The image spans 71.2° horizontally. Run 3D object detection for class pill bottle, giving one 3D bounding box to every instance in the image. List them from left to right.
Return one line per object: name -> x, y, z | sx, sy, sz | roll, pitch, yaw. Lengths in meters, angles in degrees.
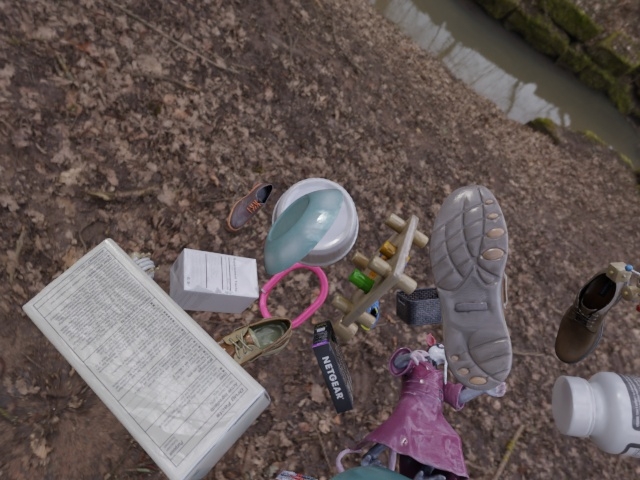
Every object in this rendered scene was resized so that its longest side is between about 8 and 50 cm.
pill bottle -> 0.711, 0.393, 1.004 | 0.319, 0.176, 0.176 | 6, 64, 9

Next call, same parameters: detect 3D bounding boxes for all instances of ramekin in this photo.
ramekin -> -0.013, -0.063, 1.341 | 0.273, 0.127, 0.272 | 1, 78, -3

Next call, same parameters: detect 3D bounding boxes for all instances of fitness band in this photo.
fitness band -> -0.104, 0.209, 1.724 | 0.291, 0.054, 0.209 | -43, 82, -1

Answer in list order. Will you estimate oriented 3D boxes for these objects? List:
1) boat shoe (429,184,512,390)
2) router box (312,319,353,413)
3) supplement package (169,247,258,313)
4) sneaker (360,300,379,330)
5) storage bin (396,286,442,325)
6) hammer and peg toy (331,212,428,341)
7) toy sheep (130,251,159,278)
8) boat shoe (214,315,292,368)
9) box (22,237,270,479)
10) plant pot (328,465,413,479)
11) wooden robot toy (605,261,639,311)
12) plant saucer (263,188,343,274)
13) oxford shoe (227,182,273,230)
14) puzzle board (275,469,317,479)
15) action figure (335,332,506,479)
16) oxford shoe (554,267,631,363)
boat shoe -> 0.247, 0.072, 0.737 | 0.116, 0.123, 0.324 | 28, 64, -67
router box -> 0.031, 0.300, 1.077 | 0.046, 0.133, 0.178 | -19, 100, 5
supplement package -> -0.412, 0.164, 1.728 | 0.293, 0.177, 0.175 | 12, 54, -33
sneaker -> 0.228, 0.294, 1.921 | 0.069, 0.082, 0.209 | 33, 34, -6
storage bin -> 0.346, 0.211, 1.449 | 0.180, 0.122, 0.084 | -3, 100, -13
hammer and peg toy -> 0.133, 0.105, 1.219 | 0.127, 0.361, 0.266 | 34, 43, -4
toy sheep -> -0.590, 0.095, 1.485 | 0.091, 0.091, 0.132 | -26, 79, -35
boat shoe -> -0.219, 0.297, 1.289 | 0.324, 0.120, 0.122 | -22, 67, -37
box -> -0.227, 0.159, 0.609 | 0.311, 0.121, 0.148 | 41, 70, 16
plant pot -> 0.119, 0.430, 0.498 | 0.293, 0.235, 0.293 | 10, 70, -30
wooden robot toy -> 0.579, 0.084, 0.759 | 0.079, 0.173, 0.076 | -5, 102, -5
plant saucer -> -0.043, -0.028, 0.781 | 0.037, 0.195, 0.195 | 42, 56, -22
oxford shoe -> -0.310, -0.157, 1.983 | 0.097, 0.098, 0.271 | 43, 68, -23
puzzle board -> -0.080, 0.817, 1.534 | 0.128, 0.096, 0.011 | 7, 78, 14
action figure -> 0.233, 0.378, 1.016 | 0.248, 0.275, 0.370 | 35, 39, -5
oxford shoe -> 0.546, 0.156, 0.930 | 0.096, 0.083, 0.227 | 7, 108, -44
